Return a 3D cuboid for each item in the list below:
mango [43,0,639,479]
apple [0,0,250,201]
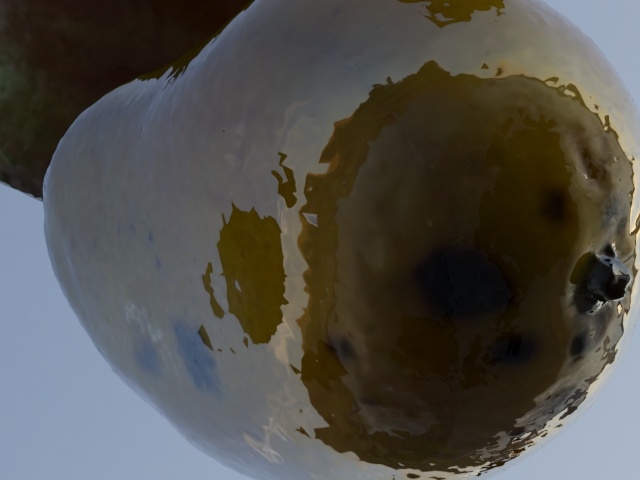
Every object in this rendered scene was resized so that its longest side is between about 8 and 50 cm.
[{"bbox_3d":[0.002,0.003,0.434,0.090,0.178,0.115,-24,-89,-38],"label":"mango"},{"bbox_3d":[-0.059,-0.122,1.016,0.346,0.179,0.254,3,-95,-24],"label":"apple"}]
